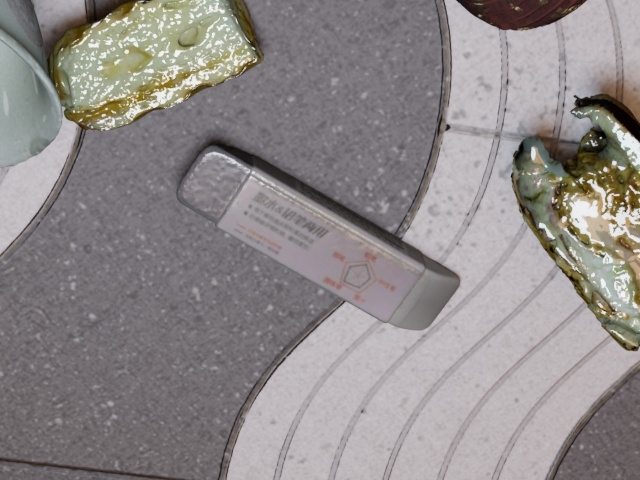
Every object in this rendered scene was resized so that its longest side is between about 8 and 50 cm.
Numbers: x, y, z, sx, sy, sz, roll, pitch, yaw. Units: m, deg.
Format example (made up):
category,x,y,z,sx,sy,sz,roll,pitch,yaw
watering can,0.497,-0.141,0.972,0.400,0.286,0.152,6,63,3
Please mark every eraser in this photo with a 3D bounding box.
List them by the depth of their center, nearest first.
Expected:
category,x,y,z,sx,sy,sz,roll,pitch,yaw
eraser,0.000,0.000,1.876,0.352,0.061,0.089,31,109,-13

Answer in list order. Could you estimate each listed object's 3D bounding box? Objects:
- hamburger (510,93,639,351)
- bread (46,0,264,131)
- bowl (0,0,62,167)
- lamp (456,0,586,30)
category,x,y,z,sx,sy,sz,roll,pitch,yaw
hamburger,0.336,-0.015,1.826,0.168,0.192,0.288,-36,83,6
bread,-0.187,-0.207,1.777,0.232,0.088,0.128,-25,120,1
bowl,-0.454,-0.249,1.653,0.435,0.196,0.435,8,156,4
lamp,0.202,-0.334,1.659,0.247,0.247,0.247,-1,112,-2
